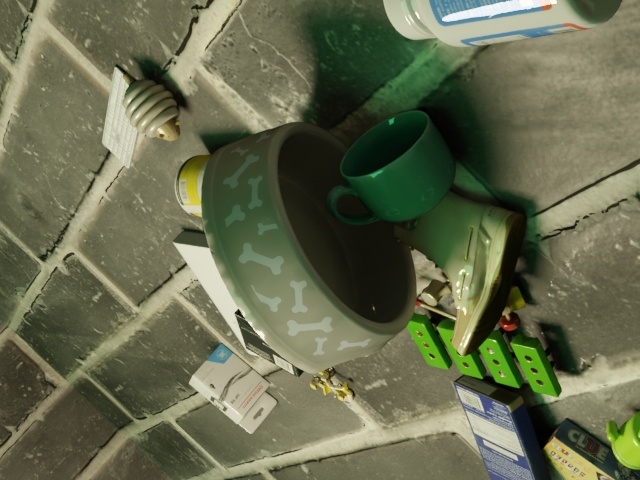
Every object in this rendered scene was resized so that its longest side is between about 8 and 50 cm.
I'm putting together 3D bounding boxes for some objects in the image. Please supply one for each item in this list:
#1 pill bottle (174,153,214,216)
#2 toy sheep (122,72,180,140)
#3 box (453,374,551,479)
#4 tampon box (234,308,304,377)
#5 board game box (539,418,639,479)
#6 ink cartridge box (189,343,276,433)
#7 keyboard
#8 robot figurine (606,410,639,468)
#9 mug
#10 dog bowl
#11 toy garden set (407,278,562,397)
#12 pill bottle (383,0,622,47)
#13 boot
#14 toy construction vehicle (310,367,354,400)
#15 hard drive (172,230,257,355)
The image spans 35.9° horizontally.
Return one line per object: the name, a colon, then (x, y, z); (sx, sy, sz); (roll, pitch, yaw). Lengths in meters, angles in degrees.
pill bottle: (-0.141, -0.086, 1.561); (0.184, 0.103, 0.103); (4, 134, 48)
toy sheep: (-0.271, -0.211, 1.569); (0.132, 0.091, 0.091); (46, 151, 2)
box: (0.301, 0.329, 1.604); (0.136, 0.036, 0.225); (17, 133, 57)
tampon box: (-0.043, 0.122, 1.666); (0.120, 0.161, 0.101); (26, 148, 28)
board game box: (0.455, 0.396, 1.566); (0.243, 0.042, 0.165); (35, 150, 11)
ink cartridge box: (-0.185, 0.326, 2.171); (0.180, 0.104, 0.060); (38, 150, 4)
keyboard: (-0.346, -0.210, 1.729); (0.072, 0.014, 0.256); (40, 151, 3)
robot figurine: (0.452, 0.280, 1.385); (0.101, 0.067, 0.115); (24, 149, 5)
mug: (0.093, -0.080, 1.247); (0.158, 0.129, 0.097); (-24, 119, 26)
dog bowl: (0.000, 0.000, 1.295); (0.102, 0.349, 0.349); (-30, 109, 28)
toy garden set: (0.229, 0.125, 1.467); (0.244, 0.049, 0.204); (9, 140, 45)
pill bottle: (0.167, -0.252, 0.947); (0.221, 0.124, 0.124); (3, 133, 48)
boot: (0.171, 0.034, 1.323); (0.165, 0.077, 0.213); (26, 118, 29)
toy construction vehicle: (0.016, 0.284, 1.945); (0.098, 0.035, 0.086); (26, 148, 26)
hard drive: (-0.139, 0.115, 1.895); (0.203, 0.040, 0.307); (7, 136, 45)
